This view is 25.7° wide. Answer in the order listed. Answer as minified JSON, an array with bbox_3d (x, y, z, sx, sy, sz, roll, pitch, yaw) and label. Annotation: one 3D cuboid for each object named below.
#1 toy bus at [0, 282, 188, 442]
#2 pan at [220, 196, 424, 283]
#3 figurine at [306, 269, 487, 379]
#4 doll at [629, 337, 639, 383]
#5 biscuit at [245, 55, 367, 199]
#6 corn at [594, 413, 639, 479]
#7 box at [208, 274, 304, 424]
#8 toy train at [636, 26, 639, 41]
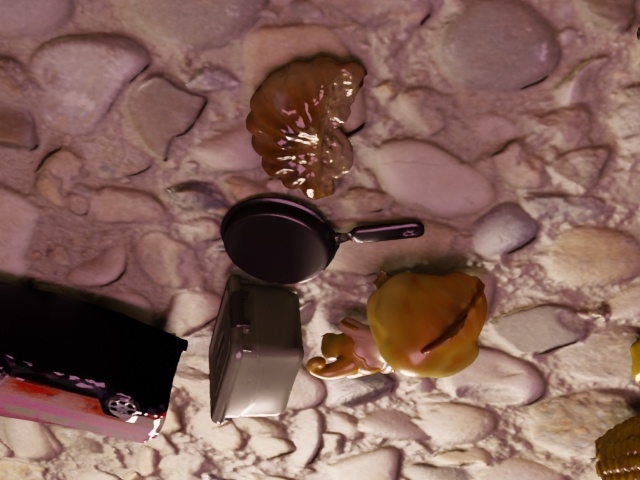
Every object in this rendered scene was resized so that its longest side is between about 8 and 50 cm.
[{"bbox_3d":[-0.323,0.151,1.720,0.303,0.127,0.147,14,141,-7],"label":"toy bus"},{"bbox_3d":[0.000,0.000,1.580,0.235,0.028,0.136,-4,137,13],"label":"pan"},{"bbox_3d":[0.094,0.109,1.629,0.156,0.131,0.246,43,140,-14],"label":"figurine"},{"bbox_3d":[0.432,0.138,1.647,0.113,0.071,0.135,30,129,-34],"label":"doll"},{"bbox_3d":[-0.020,-0.110,1.440,0.118,0.061,0.183,8,139,1],"label":"biscuit"},{"bbox_3d":[0.491,0.231,1.693,0.344,0.131,0.131,-28,127,37],"label":"corn"},{"bbox_3d":[-0.077,0.134,1.679,0.093,0.124,0.172,5,140,-12],"label":"box"},{"bbox_3d":[0.351,-0.185,1.316,0.103,0.044,0.064,-3,140,14],"label":"toy train"}]
